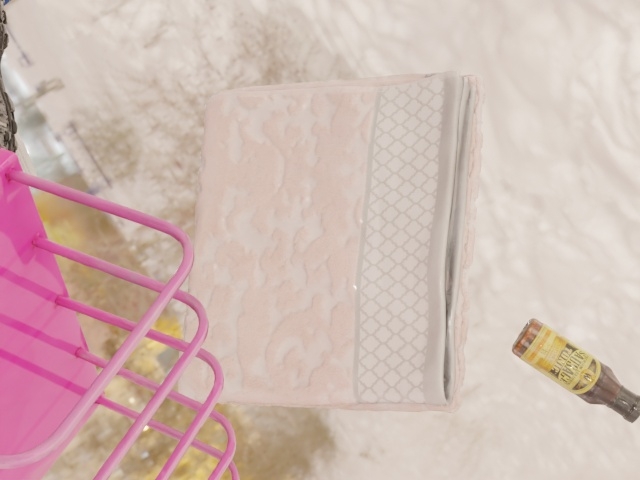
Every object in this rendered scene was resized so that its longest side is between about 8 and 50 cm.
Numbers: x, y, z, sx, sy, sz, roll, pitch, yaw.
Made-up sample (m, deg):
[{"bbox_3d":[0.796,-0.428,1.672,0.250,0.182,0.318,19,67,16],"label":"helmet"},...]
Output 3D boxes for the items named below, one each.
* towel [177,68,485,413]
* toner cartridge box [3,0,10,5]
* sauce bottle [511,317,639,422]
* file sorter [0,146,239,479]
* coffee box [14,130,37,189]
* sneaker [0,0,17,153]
[{"bbox_3d":[0.000,0.000,1.030,0.053,0.317,0.331,23,-111,-55],"label":"towel"},{"bbox_3d":[-0.454,-0.380,1.056,0.348,0.075,0.165,39,-158,-53],"label":"toner cartridge box"},{"bbox_3d":[0.239,0.121,0.966,0.128,0.042,0.042,31,166,7],"label":"sauce bottle"},{"bbox_3d":[-0.178,0.127,0.719,0.182,0.202,0.290,20,142,21],"label":"file sorter"},{"bbox_3d":[-0.660,-0.087,1.504,0.334,0.338,0.337,25,159,5],"label":"coffee box"},{"bbox_3d":[-0.348,-0.137,0.980,0.100,0.108,0.271,89,175,-82],"label":"sneaker"}]
